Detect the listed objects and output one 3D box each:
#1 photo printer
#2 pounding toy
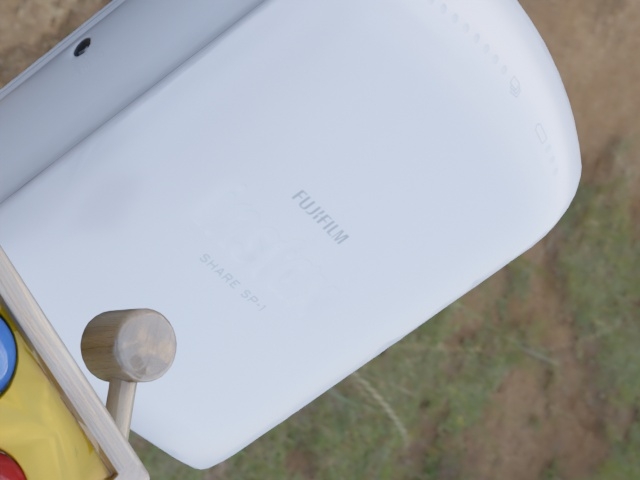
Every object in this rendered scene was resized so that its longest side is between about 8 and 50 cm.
[{"bbox_3d":[-0.025,-0.035,0.761,0.307,0.107,0.256,-35,132,11],"label":"photo printer"},{"bbox_3d":[-0.119,0.083,0.578,0.206,0.094,0.181,-42,107,-39],"label":"pounding toy"}]
